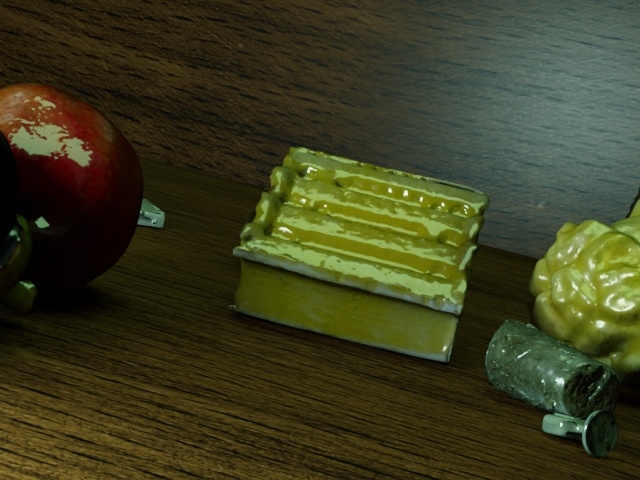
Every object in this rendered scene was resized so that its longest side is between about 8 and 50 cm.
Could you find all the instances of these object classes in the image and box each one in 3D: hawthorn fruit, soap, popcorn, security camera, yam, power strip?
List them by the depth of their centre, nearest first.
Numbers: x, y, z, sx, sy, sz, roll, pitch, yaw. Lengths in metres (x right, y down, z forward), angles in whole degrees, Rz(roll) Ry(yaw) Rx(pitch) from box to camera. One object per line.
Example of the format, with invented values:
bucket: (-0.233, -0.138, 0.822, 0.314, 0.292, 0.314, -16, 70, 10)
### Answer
security camera: (0.303, 0.220, 1.671, 0.058, 0.058, 0.092, 8, 0, -33)
yam: (0.293, 0.172, 1.833, 0.107, 0.107, 0.183, 6, 11, -42)
hawthorn fruit: (-0.364, -0.062, 1.852, 0.295, 0.295, 0.311, 6, 11, -44)
soap: (0.063, 0.012, 2.064, 0.335, 0.156, 0.293, 12, 34, 5)
popcorn: (0.491, 0.058, 2.109, 0.349, 0.382, 0.349, 14, -10, 3)
power strip: (-0.358, -0.058, 2.750, 0.081, 0.035, 0.192, 11, 8, -21)

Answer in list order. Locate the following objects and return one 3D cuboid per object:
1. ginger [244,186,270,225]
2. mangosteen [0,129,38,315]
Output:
ginger: (0.000, 0.000, 2.396, 0.254, 0.176, 0.418, 0, 9, -13)
mangosteen: (-0.436, -0.021, 1.587, 0.302, 0.275, 0.275, 45, -4, -20)
